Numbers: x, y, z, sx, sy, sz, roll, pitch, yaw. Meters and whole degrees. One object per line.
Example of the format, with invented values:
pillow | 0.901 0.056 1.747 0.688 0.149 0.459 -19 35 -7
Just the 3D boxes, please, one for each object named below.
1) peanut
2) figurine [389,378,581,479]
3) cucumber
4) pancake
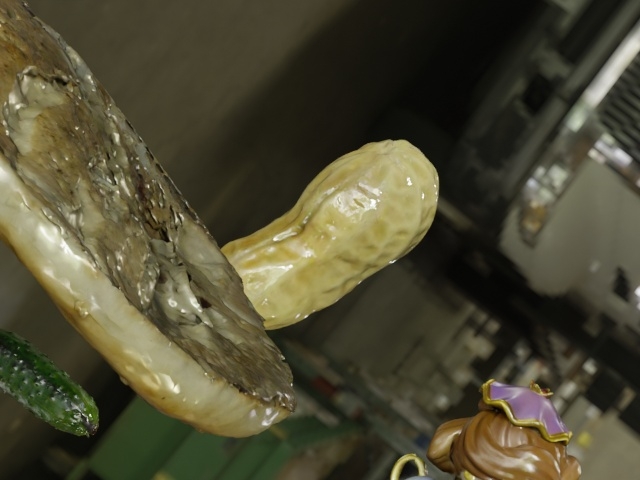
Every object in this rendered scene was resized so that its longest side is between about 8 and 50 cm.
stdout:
peanut | 0.000 0.000 1.840 0.305 0.147 0.147 -37 170 4
figurine | 0.170 0.267 1.753 0.263 0.189 0.142 -49 149 14
cucumber | -0.330 0.167 1.892 0.069 0.227 0.069 -32 138 -34
pancake | -0.151 -0.023 1.124 0.082 0.387 0.387 -34 171 7
